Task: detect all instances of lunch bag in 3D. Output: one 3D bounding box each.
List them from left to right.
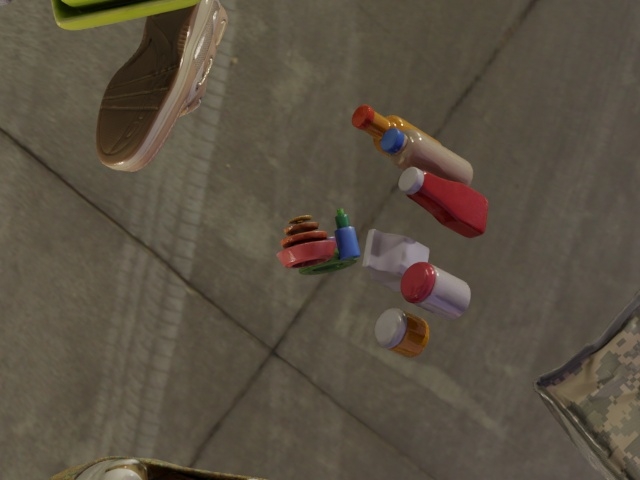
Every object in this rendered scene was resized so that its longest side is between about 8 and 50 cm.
[{"bbox_3d":[0.354,0.213,0.892,0.169,0.287,0.235,-43,148,8],"label":"lunch bag"}]

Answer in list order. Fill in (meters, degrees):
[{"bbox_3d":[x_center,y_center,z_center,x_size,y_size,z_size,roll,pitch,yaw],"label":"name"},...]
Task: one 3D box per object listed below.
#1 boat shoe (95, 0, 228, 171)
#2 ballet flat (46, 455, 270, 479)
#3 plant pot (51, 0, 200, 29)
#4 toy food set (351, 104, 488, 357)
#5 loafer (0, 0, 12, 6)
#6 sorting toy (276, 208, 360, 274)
[{"bbox_3d":[-0.205,-0.226,1.408,0.110,0.121,0.341,51,49,-47],"label":"boat shoe"},{"bbox_3d":[-0.150,0.269,0.998,0.123,0.348,0.123,6,90,-74],"label":"ballet flat"},{"bbox_3d":[-0.261,-0.401,1.248,0.228,0.227,0.207,-14,143,-7],"label":"plant pot"},{"bbox_3d":[0.078,-0.018,0.932,0.104,0.111,0.232,26,64,-34],"label":"toy food set"},{"bbox_3d":[-0.314,-0.279,0.759,0.111,0.112,0.319,-39,149,6],"label":"loafer"},{"bbox_3d":[0.000,0.000,0.830,0.102,0.061,0.042,24,53,-72],"label":"sorting toy"}]
